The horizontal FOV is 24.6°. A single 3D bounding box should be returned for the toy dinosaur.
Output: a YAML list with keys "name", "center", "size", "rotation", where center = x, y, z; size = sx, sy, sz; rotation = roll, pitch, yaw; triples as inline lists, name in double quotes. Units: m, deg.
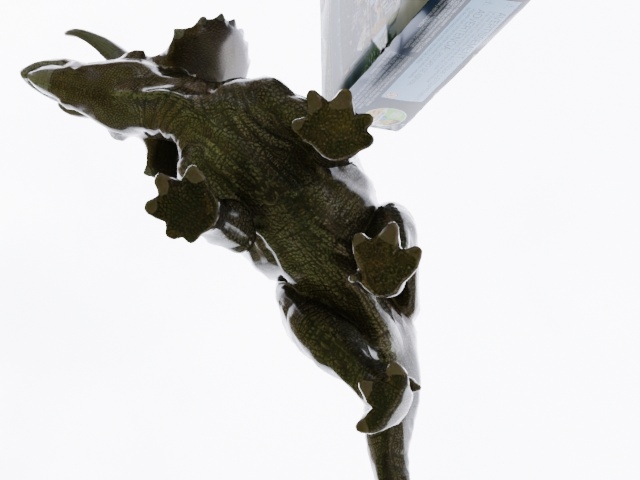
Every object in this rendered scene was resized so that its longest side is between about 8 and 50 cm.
- name: "toy dinosaur"
  center: [0.000, 0.000, 0.690]
  size: [0.121, 0.160, 0.313]
  rotation: [-42, -82, 7]

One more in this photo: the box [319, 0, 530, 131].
- name: "box"
  center: [0.046, -0.191, 0.703]
  size: [0.044, 0.159, 0.233]
  rotation: [6, -112, -19]
